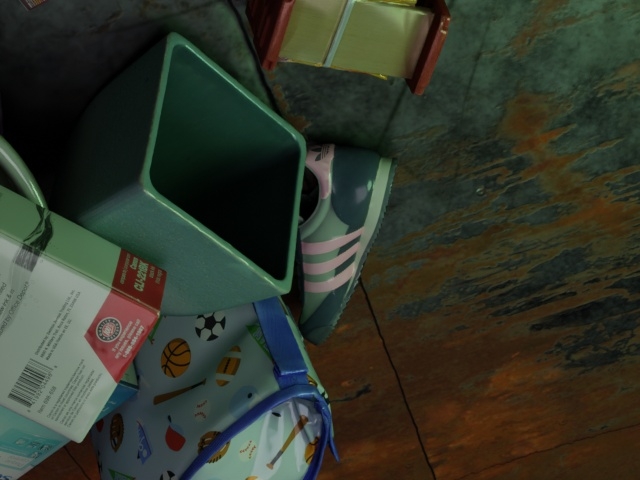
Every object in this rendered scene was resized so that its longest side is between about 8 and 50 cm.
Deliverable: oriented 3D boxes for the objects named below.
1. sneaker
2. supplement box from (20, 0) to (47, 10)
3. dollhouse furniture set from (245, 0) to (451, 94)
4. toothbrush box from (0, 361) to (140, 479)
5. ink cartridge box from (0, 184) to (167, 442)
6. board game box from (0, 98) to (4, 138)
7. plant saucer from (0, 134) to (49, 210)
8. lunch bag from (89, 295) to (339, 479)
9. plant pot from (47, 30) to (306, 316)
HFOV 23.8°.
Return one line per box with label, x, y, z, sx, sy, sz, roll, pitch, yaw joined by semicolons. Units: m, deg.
sneaker;0.000;0.000;2.022;0.131;0.112;0.319;18;125;-3
supplement box;-0.305;-0.305;1.712;0.083;0.055;0.043;-26;129;12
dollhouse furniture set;0.068;-0.359;1.675;0.201;0.152;0.374;9;124;-18
toothbrush box;-0.419;0.190;1.975;0.295;0.126;0.216;-35;141;25
ink cartridge box;-0.338;0.070;1.691;0.273;0.114;0.197;28;111;-13
board game box;-0.481;-0.107;1.817;0.208;0.056;0.346;-6;121;-11
plant saucer;-0.504;-0.007;1.769;0.401;0.100;0.400;-1;114;-1
lunch bag;-0.134;0.210;2.006;0.239;0.327;0.385;4;131;-31
plant pot;-0.197;-0.049;1.845;0.252;0.247;0.247;-25;133;34
